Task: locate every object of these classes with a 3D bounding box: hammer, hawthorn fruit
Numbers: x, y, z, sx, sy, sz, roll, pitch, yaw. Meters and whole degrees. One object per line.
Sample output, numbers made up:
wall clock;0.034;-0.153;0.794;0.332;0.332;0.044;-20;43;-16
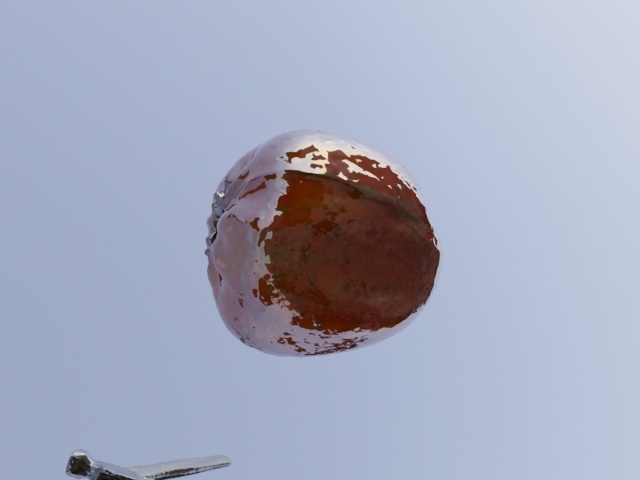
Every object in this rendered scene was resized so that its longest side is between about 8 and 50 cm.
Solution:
hammer;-0.098;0.156;0.644;0.182;0.062;0.017;27;-100;-70
hawthorn fruit;0.000;0.000;0.479;0.128;0.128;0.128;-1;-88;-44
